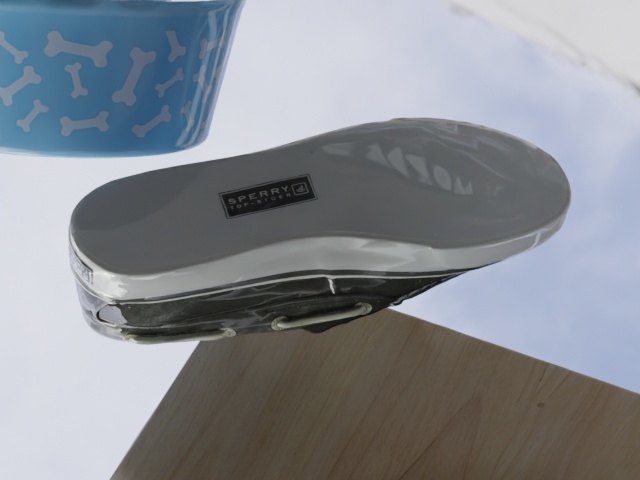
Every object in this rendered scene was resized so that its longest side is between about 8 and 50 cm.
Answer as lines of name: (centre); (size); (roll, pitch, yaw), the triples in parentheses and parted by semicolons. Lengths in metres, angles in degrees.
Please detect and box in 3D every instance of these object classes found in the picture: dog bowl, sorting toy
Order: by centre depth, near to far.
sorting toy: (0.022, 0.167, 0.912); (0.255, 0.089, 0.257); (19, -123, 22)
dog bowl: (-0.148, -0.097, 0.922); (0.166, 0.297, 0.074); (-2, -77, -28)

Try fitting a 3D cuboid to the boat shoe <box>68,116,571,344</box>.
boat shoe: (0.000, 0.000, 0.833); (0.219, 0.070, 0.078); (-7, -130, -6)
